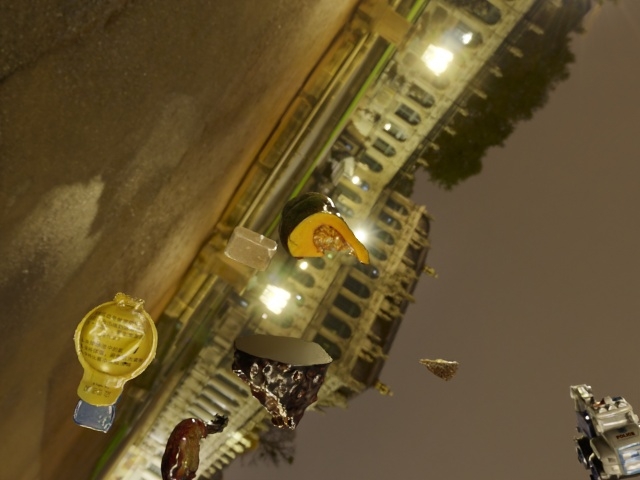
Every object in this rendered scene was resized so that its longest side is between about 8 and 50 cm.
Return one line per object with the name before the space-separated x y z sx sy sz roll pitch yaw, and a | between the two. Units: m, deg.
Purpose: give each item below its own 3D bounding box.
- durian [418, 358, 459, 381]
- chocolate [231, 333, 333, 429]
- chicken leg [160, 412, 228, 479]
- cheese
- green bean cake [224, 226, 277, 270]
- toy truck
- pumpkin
durian | 0.303 0.309 1.395 0.052 0.130 0.066 -60 -142 24
chocolate | -0.097 0.315 1.198 0.224 0.206 0.177 -164 -97 -75
chicken leg | -0.255 0.412 1.138 0.051 0.106 0.253 -25 -172 19
cheese | -0.391 0.223 1.041 0.064 0.157 0.250 95 11 -82
green bean cake | -0.261 0.031 2.115 0.085 0.179 0.109 -82 -163 -63
toy truck | 0.625 0.406 1.197 0.161 0.177 0.213 -19 -179 7
pumpkin | 0.000 0.001 1.618 0.190 0.280 0.139 -37 -152 1
